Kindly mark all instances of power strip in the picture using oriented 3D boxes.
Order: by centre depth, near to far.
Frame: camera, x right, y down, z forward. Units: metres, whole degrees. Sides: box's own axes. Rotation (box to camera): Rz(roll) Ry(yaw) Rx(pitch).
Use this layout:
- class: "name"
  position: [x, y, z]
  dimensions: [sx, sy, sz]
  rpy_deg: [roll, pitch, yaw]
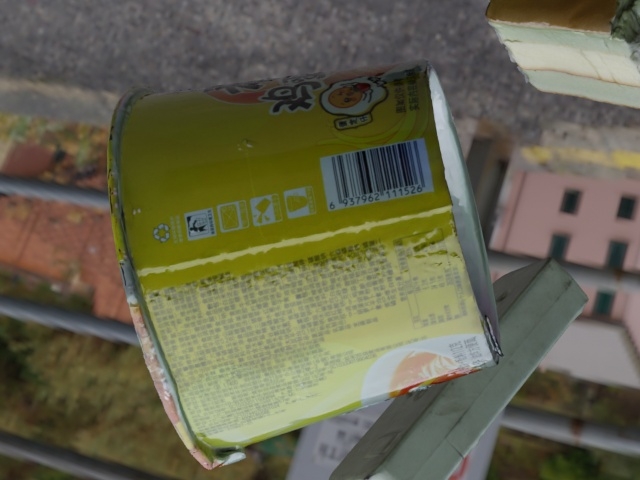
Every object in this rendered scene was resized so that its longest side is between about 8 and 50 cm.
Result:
- class: "power strip"
  position: [0.091, 0.131, 1.062]
  dimensions: [0.053, 0.288, 0.093]
  rpy_deg: [47, 155, -8]

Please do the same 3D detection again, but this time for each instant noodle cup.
- class: "instant noodle cup"
  position: [0.000, 0.000, 0.925]
  dimensions: [0.200, 0.264, 0.264]
  rpy_deg: [-14, 150, 10]

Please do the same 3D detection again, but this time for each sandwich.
- class: "sandwich"
  position: [0.333, -0.278, 1.543]
  dimensions: [0.198, 0.227, 0.155]
  rpy_deg: [16, 159, 41]
